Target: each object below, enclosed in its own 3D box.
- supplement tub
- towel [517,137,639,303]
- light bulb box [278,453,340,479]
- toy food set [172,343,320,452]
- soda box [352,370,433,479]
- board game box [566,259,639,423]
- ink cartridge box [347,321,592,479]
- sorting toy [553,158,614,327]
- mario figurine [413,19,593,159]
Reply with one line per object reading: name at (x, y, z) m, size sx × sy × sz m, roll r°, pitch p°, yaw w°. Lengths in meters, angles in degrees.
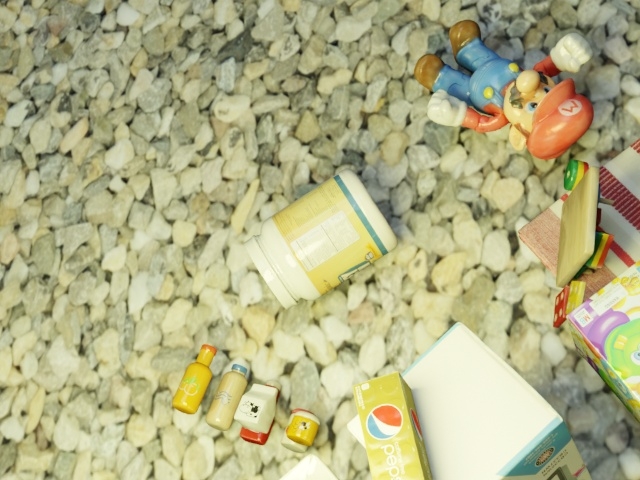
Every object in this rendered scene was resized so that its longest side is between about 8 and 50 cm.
supplement tub at (0.000, 0.000, 2.135) m, size 0.199 × 0.144 × 0.144 m, roll -33°, pitch 53°, yaw 2°
towel at (0.479, -0.034, 2.021) m, size 0.329 × 0.037 × 0.237 m, roll -37°, pitch 53°, yaw -2°
light bulb box at (-0.015, 0.506, 1.700) m, size 0.358 × 0.361 × 0.225 m, roll -40°, pitch 52°, yaw -4°
toy food set at (-0.088, 0.231, 2.052) m, size 0.232 × 0.111 × 0.105 m, roll 9°, pitch 65°, yaw 30°
soda box at (0.091, 0.251, 1.661) m, size 0.061 × 0.058 × 0.181 m, roll -19°, pitch 57°, yaw 10°
board game box at (0.462, 0.177, 1.808) m, size 0.144 × 0.142 × 0.275 m, roll -37°, pitch 62°, yaw -2°
ink cartridge box at (0.201, 0.282, 1.801) m, size 0.198 × 0.270 × 0.197 m, roll -42°, pitch 55°, yaw -5°
sorting toy at (0.371, -0.006, 1.954) m, size 0.046 × 0.132 × 0.275 m, roll 12°, pitch 65°, yaw -4°
mario figurine at (0.283, -0.247, 2.144) m, size 0.320 × 0.170 × 0.198 m, roll 36°, pitch 113°, yaw 43°
